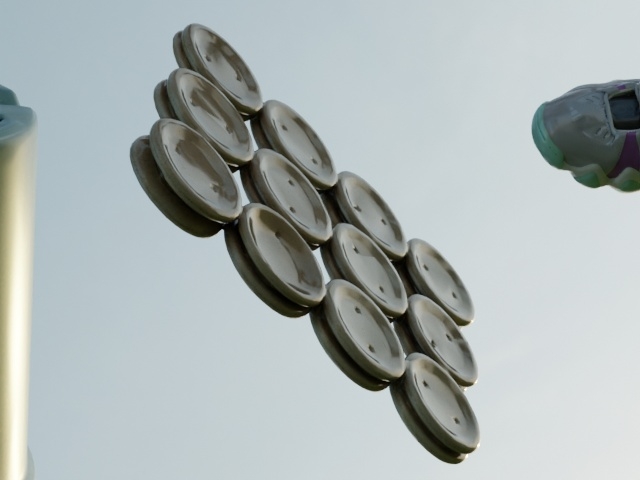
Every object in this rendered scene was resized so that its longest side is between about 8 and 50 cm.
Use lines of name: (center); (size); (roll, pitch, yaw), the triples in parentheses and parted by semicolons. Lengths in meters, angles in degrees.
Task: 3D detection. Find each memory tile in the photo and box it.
memory tile: (0.000, 0.000, 0.541); (0.012, 0.113, 0.148); (-37, -68, 21)

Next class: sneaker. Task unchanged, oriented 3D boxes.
sneaker: (0.116, -0.046, 0.499); (0.098, 0.038, 0.069); (-2, -31, -17)

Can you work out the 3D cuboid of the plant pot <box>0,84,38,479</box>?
plant pot: (-0.325, 0.060, 1.087); (0.341, 0.341, 0.334); (-2, -69, -38)
